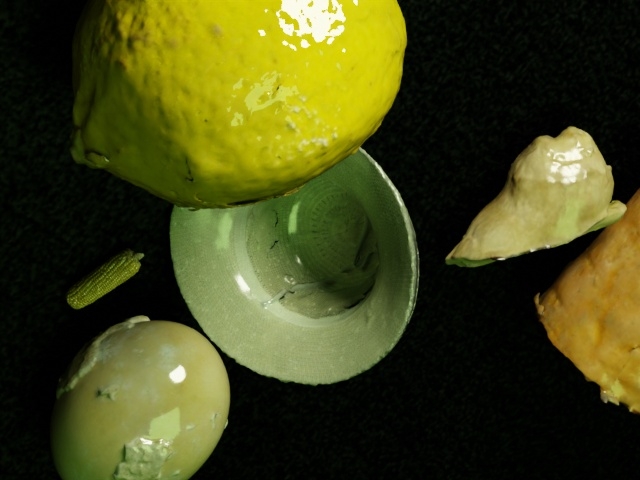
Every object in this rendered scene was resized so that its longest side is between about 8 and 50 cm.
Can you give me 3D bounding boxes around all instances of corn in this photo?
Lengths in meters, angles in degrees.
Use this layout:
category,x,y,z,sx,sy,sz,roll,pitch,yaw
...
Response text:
category,x,y,z,sx,sy,sz,roll,pitch,yaw
corn,-0.201,0.034,1.813,0.083,0.028,0.027,-34,119,0

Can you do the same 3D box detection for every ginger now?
category,x,y,z,sx,sy,sz,roll,pitch,yaw
ginger,0.209,-0.040,1.982,0.193,0.115,0.122,-23,112,-5

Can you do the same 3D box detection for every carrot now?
category,x,y,z,sx,sy,sz,roll,pitch,yaw
carrot,0.414,0.023,2.060,0.340,0.224,0.224,-47,135,13

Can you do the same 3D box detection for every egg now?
category,x,y,z,sx,sy,sz,roll,pitch,yaw
egg,-0.175,0.164,1.841,0.164,0.164,0.201,19,119,-40

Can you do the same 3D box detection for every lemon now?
category,x,y,z,sx,sy,sz,roll,pitch,yaw
lemon,-0.073,-0.152,1.594,0.310,0.253,0.253,-30,134,-13

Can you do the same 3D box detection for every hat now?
category,x,y,z,sx,sy,sz,roll,pitch,yaw
hat,0.000,0.000,1.821,0.130,0.257,0.257,-24,143,-60
